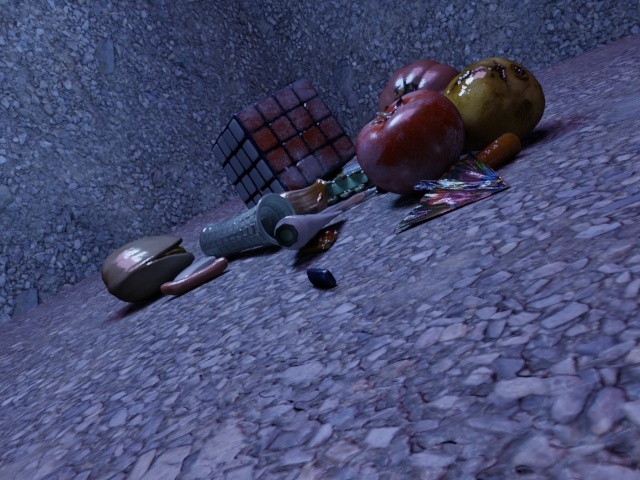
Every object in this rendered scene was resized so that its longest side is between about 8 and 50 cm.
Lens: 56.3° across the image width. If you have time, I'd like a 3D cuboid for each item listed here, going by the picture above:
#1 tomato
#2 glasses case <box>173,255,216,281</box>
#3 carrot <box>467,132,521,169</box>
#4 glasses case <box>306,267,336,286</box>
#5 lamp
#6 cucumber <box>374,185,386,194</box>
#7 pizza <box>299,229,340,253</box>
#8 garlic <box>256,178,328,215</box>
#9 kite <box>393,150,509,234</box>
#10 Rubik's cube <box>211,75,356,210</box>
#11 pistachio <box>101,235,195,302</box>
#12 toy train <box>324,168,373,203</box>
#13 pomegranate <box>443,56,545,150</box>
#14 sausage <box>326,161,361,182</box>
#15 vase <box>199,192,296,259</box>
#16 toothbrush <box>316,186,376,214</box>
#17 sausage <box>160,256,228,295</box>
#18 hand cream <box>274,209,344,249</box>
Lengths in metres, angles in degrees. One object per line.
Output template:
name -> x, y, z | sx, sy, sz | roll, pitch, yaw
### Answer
tomato -> 0.227, -0.232, 1.456 | 0.270, 0.227, 0.270 | -37, 16, 13
glasses case -> -0.345, 0.086, 1.656 | 0.063, 0.041, 0.164 | -16, 13, 27
carrot -> 0.369, -0.173, 1.358 | 0.209, 0.061, 0.061 | -34, 15, -25
glasses case -> -0.003, 0.068, 1.076 | 0.023, 0.033, 0.083 | -41, 17, -22
lamp -> 0.326, -0.388, 1.802 | 0.305, 0.305, 0.239 | -15, 4, 39
cucumber -> 0.246, -0.244, 1.659 | 0.293, 0.067, 0.067 | -57, 7, 10
pizza -> -0.013, 0.007, 1.377 | 0.099, 0.029, 0.100 | -19, 12, 28
garlic -> -0.074, -0.105, 1.697 | 0.198, 0.128, 0.090 | -9, -9, -6
kite -> 0.286, -0.106, 1.245 | 0.234, 0.016, 0.321 | 7, 42, 45
Rubik's cube -> -0.134, -0.317, 2.138 | 0.344, 0.344, 0.337 | -33, 1, -27
pistachio -> -0.489, 0.069, 1.697 | 0.197, 0.166, 0.288 | -34, 3, 44
toy train -> 0.081, -0.175, 1.879 | 0.194, 0.081, 0.125 | -22, 8, 18
pomegranate -> 0.444, -0.345, 1.536 | 0.260, 0.260, 0.260 | -23, 12, 5
sausage -> 0.169, -0.246, 2.016 | 0.371, 0.082, 0.082 | -20, 12, 25
vase -> -0.214, -0.024, 1.669 | 0.299, 0.143, 0.143 | -17, 13, 43
toothbrush -> 0.097, -0.114, 1.693 | 0.375, 0.028, 0.037 | -28, 1, -18
sausage -> -0.327, 0.098, 1.564 | 0.186, 0.043, 0.043 | -26, 12, -12
hand cream -> -0.030, -0.032, 1.425 | 0.121, 0.076, 0.336 | -25, 0, 17
